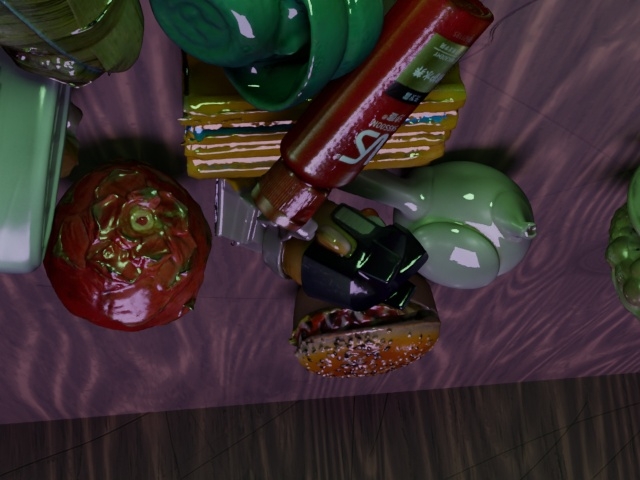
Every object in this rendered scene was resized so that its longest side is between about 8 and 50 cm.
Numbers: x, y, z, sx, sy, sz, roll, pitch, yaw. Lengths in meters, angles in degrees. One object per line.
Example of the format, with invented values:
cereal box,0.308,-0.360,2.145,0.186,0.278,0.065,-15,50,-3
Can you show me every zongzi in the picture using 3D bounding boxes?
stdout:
zongzi,-0.310,-0.223,1.166,0.274,0.125,0.251,-5,156,7

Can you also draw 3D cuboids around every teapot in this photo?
teapot,0.152,-0.036,1.870,0.318,0.149,0.220,19,143,-2

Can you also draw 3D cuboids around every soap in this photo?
soap,-0.006,-0.155,1.514,0.324,0.096,0.204,-3,161,-6

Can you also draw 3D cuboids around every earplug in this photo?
earplug,-0.048,-0.245,1.203,0.280,0.257,0.164,-11,-152,-42

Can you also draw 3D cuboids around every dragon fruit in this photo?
dragon fruit,-0.257,0.007,1.735,0.241,0.241,0.252,0,-163,-16

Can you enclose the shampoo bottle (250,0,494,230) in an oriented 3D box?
shampoo bottle,0.047,-0.141,1.360,0.314,0.076,0.118,-48,158,22

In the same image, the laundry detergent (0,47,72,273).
laundry detergent,-0.464,-0.114,1.310,0.398,0.264,0.125,8,-170,-4

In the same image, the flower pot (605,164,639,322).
flower pot,0.560,-0.011,1.875,0.307,0.307,0.244,-10,145,16

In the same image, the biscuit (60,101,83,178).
biscuit,-0.478,-0.101,1.519,0.366,0.115,0.268,-20,158,34

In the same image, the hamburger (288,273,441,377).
hamburger,0.081,0.164,2.432,0.300,0.176,0.300,-7,163,-2

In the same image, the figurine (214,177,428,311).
figurine,0.000,0.003,1.763,0.308,0.143,0.308,22,-165,-6
